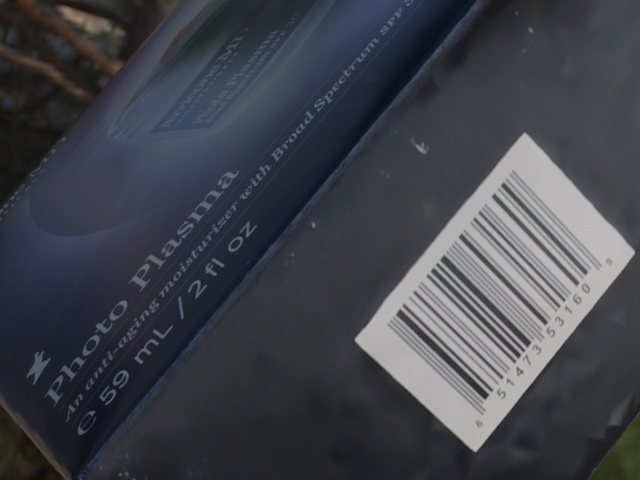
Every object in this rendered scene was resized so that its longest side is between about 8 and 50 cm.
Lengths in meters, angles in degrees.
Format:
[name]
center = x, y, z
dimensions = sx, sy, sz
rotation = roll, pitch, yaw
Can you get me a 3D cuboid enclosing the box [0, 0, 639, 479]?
[box]
center = 0.000, 0.000, 0.709
dimensions = 0.183, 0.296, 0.294
rotation = 44, -10, -25
